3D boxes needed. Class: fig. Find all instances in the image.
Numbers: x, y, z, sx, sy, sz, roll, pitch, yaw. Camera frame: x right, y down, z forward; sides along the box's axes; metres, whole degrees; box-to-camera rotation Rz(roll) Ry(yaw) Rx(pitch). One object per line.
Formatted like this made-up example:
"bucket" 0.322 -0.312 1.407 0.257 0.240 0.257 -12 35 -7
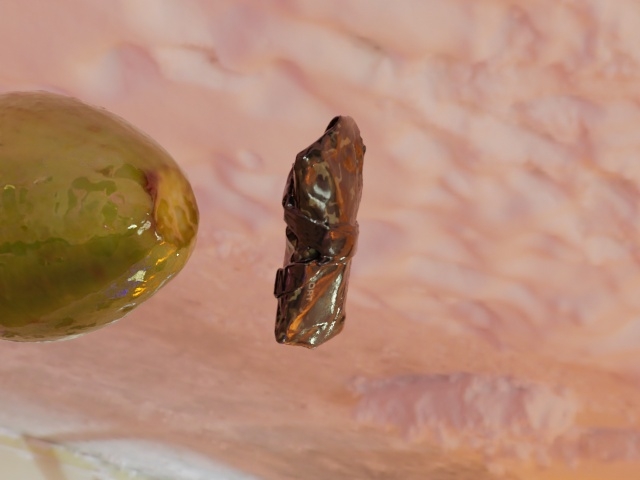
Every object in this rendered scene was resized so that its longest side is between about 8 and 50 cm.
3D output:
"fig" -0.262 -0.024 0.970 0.326 0.258 0.258 3 157 40

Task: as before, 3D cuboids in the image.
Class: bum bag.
"bum bag" 0.000 0.000 0.937 0.069 0.102 0.248 10 114 17
